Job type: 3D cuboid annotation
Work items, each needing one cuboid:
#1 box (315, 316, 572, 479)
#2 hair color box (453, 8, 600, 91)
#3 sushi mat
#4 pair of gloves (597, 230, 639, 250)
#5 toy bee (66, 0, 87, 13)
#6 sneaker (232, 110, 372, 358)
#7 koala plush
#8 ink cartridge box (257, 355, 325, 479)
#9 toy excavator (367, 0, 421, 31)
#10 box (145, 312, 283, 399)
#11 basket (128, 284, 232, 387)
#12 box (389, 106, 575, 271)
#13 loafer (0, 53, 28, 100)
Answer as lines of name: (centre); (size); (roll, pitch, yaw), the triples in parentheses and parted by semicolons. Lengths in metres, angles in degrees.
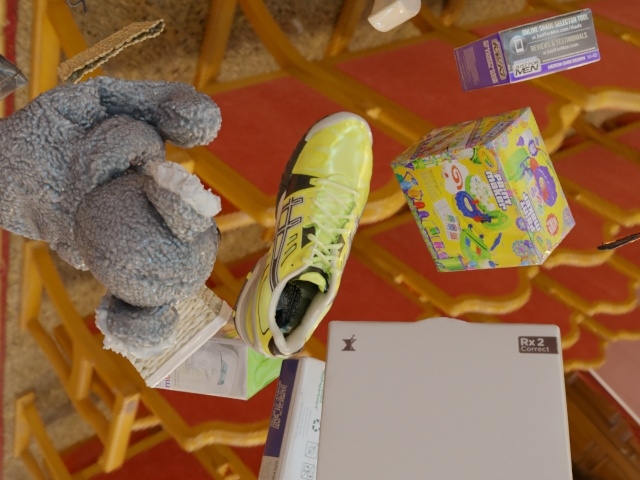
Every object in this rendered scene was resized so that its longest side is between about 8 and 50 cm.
box: (0.092, 0.165, 0.660); (0.181, 0.182, 0.119); (0, 141, 9)
hair color box: (0.411, -0.383, 1.777); (0.185, 0.110, 0.339); (-15, -173, -4)
sushi mat: (-0.311, -0.275, 1.250); (0.151, 0.316, 0.019); (-32, 111, -9)
pair of gloves: (0.418, -0.001, 1.179); (0.074, 0.010, 0.083); (-19, 179, 27)
toy bee: (-0.288, -0.479, 1.461); (0.195, 0.162, 0.298); (84, 19, -72)
sneaker: (0.000, 0.000, 1.274); (0.145, 0.147, 0.385); (17, 95, -25)
koala plush: (-0.166, -0.020, 0.738); (0.203, 0.221, 0.196); (4, 122, -42)
ink cartridge box: (0.063, 0.357, 1.191); (0.330, 0.324, 0.071); (23, 159, -31)
toy excavator: (-0.001, -0.570, 1.569); (0.222, 0.433, 0.445); (-24, -171, 35)
box: (-0.214, 0.234, 1.857); (0.262, 0.231, 0.127); (-21, 113, -72)
basket: (-0.241, 0.140, 1.418); (0.167, 0.103, 0.113); (-41, -174, 5)
box: (0.355, -0.102, 1.898); (0.279, 0.290, 0.177); (-6, -154, 47)
loafer: (-0.430, -0.158, 1.076); (0.061, 0.062, 0.170); (34, 117, -23)
